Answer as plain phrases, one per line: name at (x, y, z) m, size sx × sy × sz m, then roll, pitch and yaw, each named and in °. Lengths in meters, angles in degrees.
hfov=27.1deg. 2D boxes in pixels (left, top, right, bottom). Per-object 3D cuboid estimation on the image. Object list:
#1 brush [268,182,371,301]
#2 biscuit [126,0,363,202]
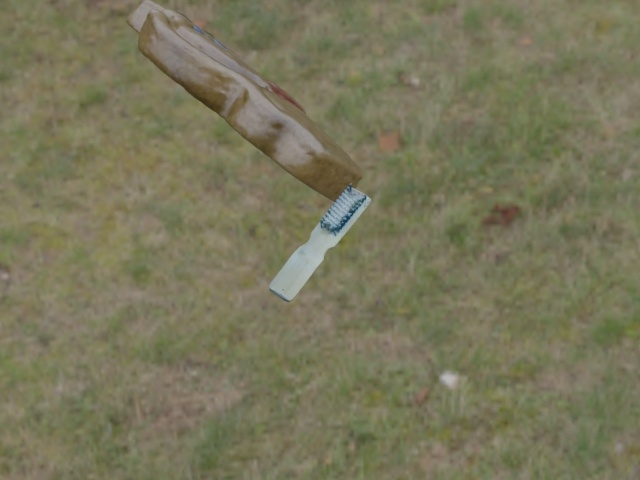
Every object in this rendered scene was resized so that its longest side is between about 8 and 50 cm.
brush at (0.000, 0.000, 0.734) m, size 0.016 × 0.013 × 0.083 m, roll 30°, pitch 61°, yaw 16°
biscuit at (-0.078, -0.131, 1.072) m, size 0.047 × 0.183 × 0.320 m, roll -51°, pitch 31°, yaw 4°
